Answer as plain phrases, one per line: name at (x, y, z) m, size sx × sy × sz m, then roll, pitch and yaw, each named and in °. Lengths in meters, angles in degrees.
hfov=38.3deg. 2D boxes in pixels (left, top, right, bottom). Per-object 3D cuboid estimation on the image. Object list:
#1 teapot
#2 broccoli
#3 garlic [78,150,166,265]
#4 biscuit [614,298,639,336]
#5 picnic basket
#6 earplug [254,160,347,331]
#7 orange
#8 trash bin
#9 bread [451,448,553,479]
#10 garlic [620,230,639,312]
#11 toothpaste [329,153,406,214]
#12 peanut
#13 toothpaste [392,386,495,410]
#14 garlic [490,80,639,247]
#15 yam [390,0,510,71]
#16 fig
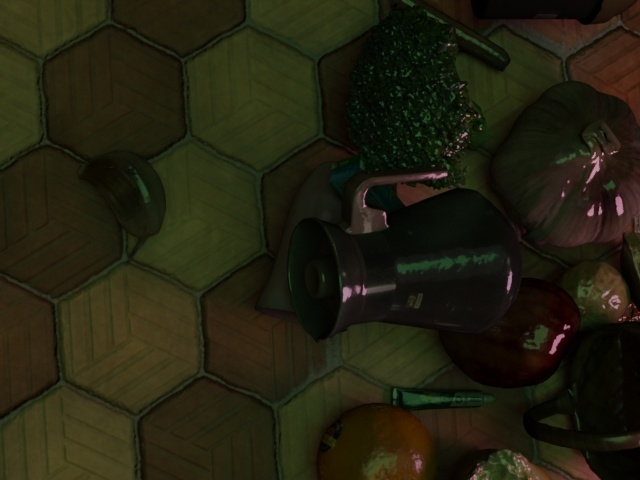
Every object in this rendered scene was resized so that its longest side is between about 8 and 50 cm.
teapot at (0.141, 0.025, 1.528) m, size 0.344 × 0.253 × 0.300 m, roll -6°, pitch 114°, yaw -27°
broccoli at (0.166, -0.245, 1.698) m, size 0.249 × 0.302 × 0.375 m, roll -21°, pitch 63°, yaw 10°
garlic at (-0.341, -0.070, 1.660) m, size 0.128 × 0.090 × 0.198 m, roll -27°, pitch 100°, yaw 4°
biscuit at (0.671, 0.105, 1.865) m, size 0.237 × 0.026 × 0.131 m, roll -16°, pitch 89°, yaw -10°
picnic basket at (0.532, 0.322, 1.676) m, size 0.337 × 0.293 × 0.337 m, roll -1°, pitch 92°, yaw -29°
earplug at (0.000, 0.000, 1.681) m, size 0.172 × 0.172 × 0.301 m, roll 16°, pitch 79°, yaw -10°
orange at (0.102, 0.402, 1.667) m, size 0.219 × 0.193 × 0.219 m, roll -2°, pitch 95°, yaw -27°
trash bin at (0.463, -0.519, 1.762) m, size 0.333 × 0.214 × 0.214 m, roll -2°, pitch 88°, yaw -3°
bread at (0.310, 0.537, 1.658) m, size 0.211 × 0.270 × 0.316 m, roll 26°, pitch 75°, yaw 6°
garlic at (0.638, 0.073, 1.795) m, size 0.087 × 0.101 × 0.196 m, roll -19°, pitch 82°, yaw 10°
toothpaste at (0.114, -0.052, 1.673) m, size 0.267 × 0.065 × 0.050 m, roll 45°, pitch 42°, yaw -40°
peanut at (0.523, 0.110, 1.794) m, size 0.159 × 0.109 × 0.140 m, roll -39°, pitch 90°, yaw -12°
toothpaste at (0.237, 0.305, 1.772) m, size 0.204 × 0.031 × 0.049 m, roll 1°, pitch 86°, yaw -9°
garlic at (0.487, -0.141, 1.752) m, size 0.322 × 0.241 × 0.322 m, roll -6°, pitch 109°, yaw -17°
yam at (0.256, -0.408, 1.796) m, size 0.264 × 0.046 × 0.046 m, roll 28°, pitch 83°, yaw -8°
fig at (0.352, 0.173, 1.709) m, size 0.263 × 0.224 × 0.224 m, roll -15°, pitch 91°, yaw 20°
